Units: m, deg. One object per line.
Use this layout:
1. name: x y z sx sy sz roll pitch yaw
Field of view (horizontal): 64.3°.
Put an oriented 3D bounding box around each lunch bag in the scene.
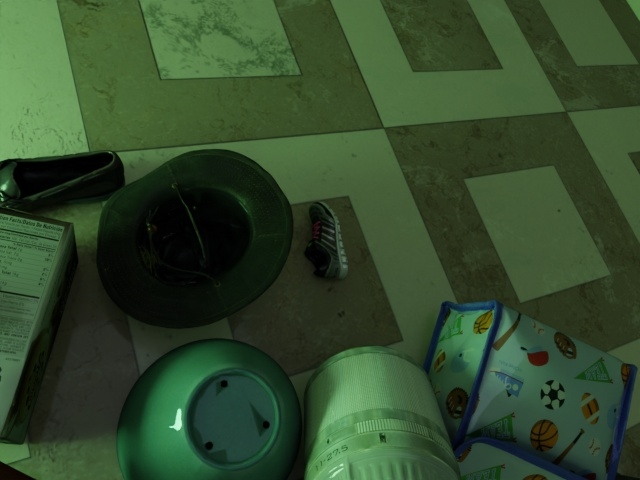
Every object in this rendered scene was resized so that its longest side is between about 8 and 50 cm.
1. lunch bag: 0.343 0.342 0.910 0.328 0.239 0.385 26 76 -10

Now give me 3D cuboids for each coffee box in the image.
1. coffee box: -0.448 0.123 0.723 0.119 0.168 0.297 13 62 -16

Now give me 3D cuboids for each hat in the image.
1. hat: -0.208 0.009 0.893 0.331 0.134 0.331 1 68 -1

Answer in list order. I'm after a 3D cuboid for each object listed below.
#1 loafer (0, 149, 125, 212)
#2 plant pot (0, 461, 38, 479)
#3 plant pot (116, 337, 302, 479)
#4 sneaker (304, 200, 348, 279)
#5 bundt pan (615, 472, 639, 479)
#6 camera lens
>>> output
1. loafer: -0.486 -0.103 0.854 0.302 0.095 0.109 -15 73 -27
2. plant pot: -0.360 0.407 0.533 0.267 0.236 0.267 46 55 -26
3. plant pot: -0.148 0.273 0.757 0.290 0.195 0.290 9 63 -18
4. sneaker: 0.000 0.000 1.021 0.075 0.063 0.170 -7 74 -31
5. bundt pan: 0.598 0.603 0.947 0.331 0.124 0.331 8 64 -18
6. camera lens: 0.084 0.313 0.768 0.219 0.219 0.274 21 23 -12
